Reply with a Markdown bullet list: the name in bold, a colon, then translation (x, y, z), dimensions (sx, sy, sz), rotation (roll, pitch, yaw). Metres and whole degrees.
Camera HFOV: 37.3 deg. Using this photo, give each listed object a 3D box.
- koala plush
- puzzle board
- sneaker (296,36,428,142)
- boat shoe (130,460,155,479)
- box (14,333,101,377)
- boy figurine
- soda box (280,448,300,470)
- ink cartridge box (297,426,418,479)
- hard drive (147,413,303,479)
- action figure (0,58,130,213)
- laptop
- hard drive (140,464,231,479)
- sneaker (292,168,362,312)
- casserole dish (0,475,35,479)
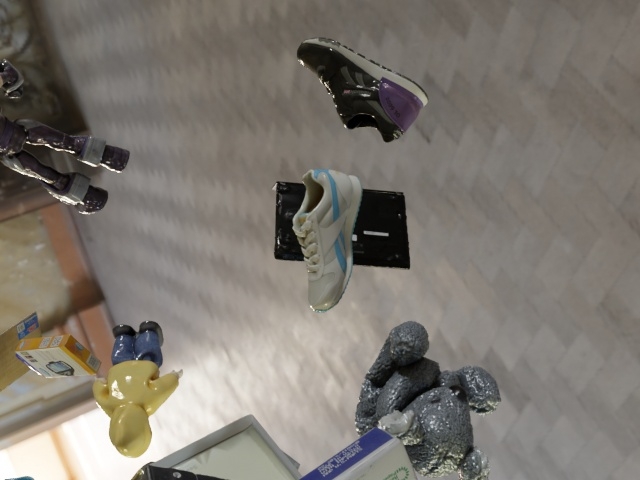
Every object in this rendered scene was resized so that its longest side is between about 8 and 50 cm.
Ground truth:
- **koala plush**: translation (0.150, 0.259, 1.318), dimensions (0.196, 0.203, 0.221), rotation (35, -174, -13)
- **puzzle board**: translation (-0.530, 0.193, 1.644), dimensions (0.011, 0.128, 0.097), rotation (7, 117, 25)
- **sneaker**: translation (0.052, -0.282, 1.782), dimensions (0.283, 0.124, 0.107), rotation (30, 171, 25)
- **boat shoe**: translation (-0.346, 0.526, 1.644), dimensions (0.091, 0.305, 0.109), rotation (37, -175, 37)
- **box**: translation (-0.430, 0.188, 1.532), dimensions (0.136, 0.028, 0.081), rotation (-7, 136, 34)
- **boy figurine**: translation (-0.350, 0.284, 1.816), dimensions (0.092, 0.177, 0.285), rotation (79, -178, -45)
- **soda box**: translation (-0.170, 0.552, 2.084), dimensions (0.091, 0.098, 0.286), rotation (40, 131, -12)
- **ink cartridge box**: translation (0.011, 0.445, 1.127), dimensions (0.071, 0.324, 0.330), rotation (15, 131, 60)
- **hard drive**: translation (-0.110, 0.433, 1.518), dimensions (0.308, 0.203, 0.040), rotation (55, -165, -24)
- **action figure**: translation (-0.396, -0.126, 1.224), dimensions (0.099, 0.285, 0.185), rotation (19, 83, 49)
- **laptop**: translation (0.028, -0.027, 1.710), dimensions (0.137, 0.234, 0.264), rotation (102, 170, -51)
- **hard drive**: translation (-0.107, 0.435, 1.245), dimensions (0.237, 0.338, 0.064), rotation (-65, 26, 15)
- **sneaker**: translation (0.000, 0.000, 1.503), dimensions (0.087, 0.092, 0.229), rotation (-11, 70, 59)
- **casserole dish**: translation (-0.477, 0.428, 1.440), dimensions (0.188, 0.114, 0.037), rotation (-140, 33, -63)
